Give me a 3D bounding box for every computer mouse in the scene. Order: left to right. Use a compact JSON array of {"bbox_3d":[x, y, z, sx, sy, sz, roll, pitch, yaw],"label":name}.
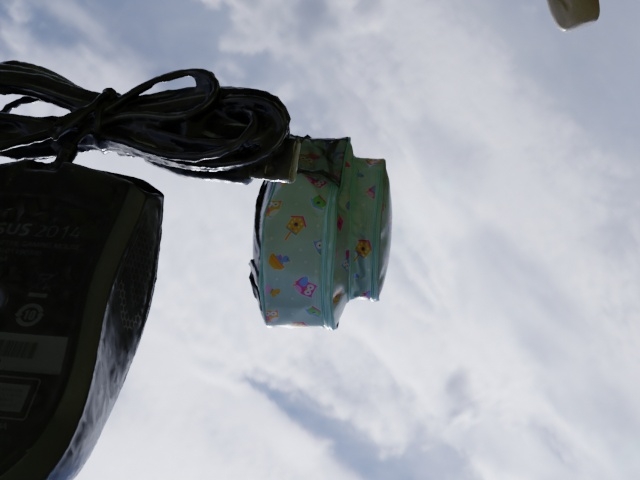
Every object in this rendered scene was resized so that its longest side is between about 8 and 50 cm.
[{"bbox_3d":[-0.129,0.030,0.554,0.188,0.072,0.272,8,-130,14],"label":"computer mouse"}]

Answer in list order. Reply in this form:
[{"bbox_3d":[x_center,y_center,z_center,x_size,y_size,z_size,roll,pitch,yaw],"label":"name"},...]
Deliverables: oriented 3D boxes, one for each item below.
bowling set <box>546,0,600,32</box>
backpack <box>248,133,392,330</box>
[{"bbox_3d":[0.324,-0.297,1.032,0.200,0.287,0.154,-12,-96,-53],"label":"bowling set"},{"bbox_3d":[0.000,0.000,1.217,0.144,0.166,0.188,10,-142,11],"label":"backpack"}]
